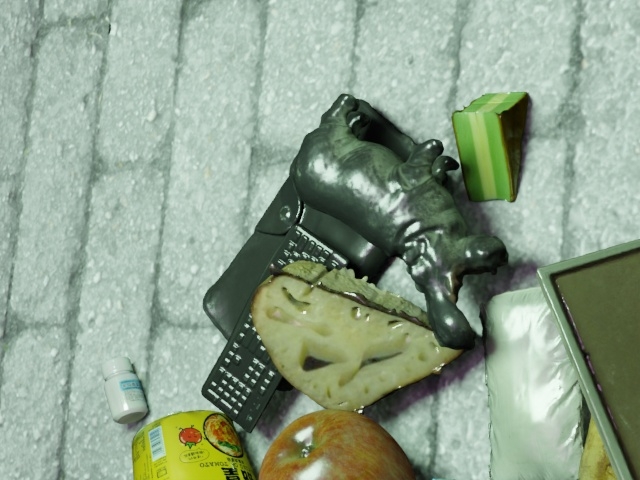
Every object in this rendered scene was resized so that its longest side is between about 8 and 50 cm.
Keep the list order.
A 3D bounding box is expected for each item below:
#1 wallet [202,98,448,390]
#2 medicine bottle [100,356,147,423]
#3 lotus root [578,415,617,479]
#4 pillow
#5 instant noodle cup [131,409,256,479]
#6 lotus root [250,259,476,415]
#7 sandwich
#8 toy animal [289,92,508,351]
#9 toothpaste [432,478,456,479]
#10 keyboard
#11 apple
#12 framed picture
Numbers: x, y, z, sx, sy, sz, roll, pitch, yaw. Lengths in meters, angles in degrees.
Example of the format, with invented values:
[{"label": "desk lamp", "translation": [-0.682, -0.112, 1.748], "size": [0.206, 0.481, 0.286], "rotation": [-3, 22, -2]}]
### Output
[{"label": "wallet", "translation": [0.000, 0.000, 1.705], "size": [0.197, 0.051, 0.377], "rotation": [47, 108, 31]}, {"label": "medicine bottle", "translation": [-0.285, 0.216, 1.884], "size": [0.052, 0.052, 0.089], "rotation": [-35, 61, 28]}, {"label": "lotus root", "translation": [0.340, 0.198, 1.373], "size": [0.110, 0.097, 0.258], "rotation": [18, 96, 36]}, {"label": "pillow", "translation": [0.240, 0.167, 1.484], "size": [0.128, 0.051, 0.229], "rotation": [-10, 77, 40]}, {"label": "instant noodle cup", "translation": [-0.166, 0.312, 1.705], "size": [0.182, 0.182, 0.144], "rotation": [-37, 52, 27]}, {"label": "lotus root", "translation": [0.037, 0.124, 1.591], "size": [0.261, 0.074, 0.170], "rotation": [28, 108, 8]}, {"label": "sandwich", "translation": [0.216, -0.113, 1.585], "size": [0.074, 0.074, 0.116], "rotation": [4, 116, 38]}, {"label": "toy animal", "translation": [0.105, -0.035, 1.542], "size": [0.168, 0.106, 0.343], "rotation": [-44, 64, 3]}, {"label": "toothpaste", "translation": [0.228, 0.350, 1.458], "size": [0.267, 0.050, 0.065], "rotation": [23, 95, 39]}, {"label": "keyboard", "translation": [-0.033, 0.069, 1.660], "size": [0.103, 0.041, 0.381], "rotation": [35, 102, 19]}, {"label": "apple", "translation": [0.018, 0.295, 1.536], "size": [0.188, 0.173, 0.188], "rotation": [-23, 30, 14]}, {"label": "framed picture", "translation": [0.381, 0.139, 1.308], "size": [0.241, 0.020, 0.324], "rotation": [-17, 67, -7]}]
